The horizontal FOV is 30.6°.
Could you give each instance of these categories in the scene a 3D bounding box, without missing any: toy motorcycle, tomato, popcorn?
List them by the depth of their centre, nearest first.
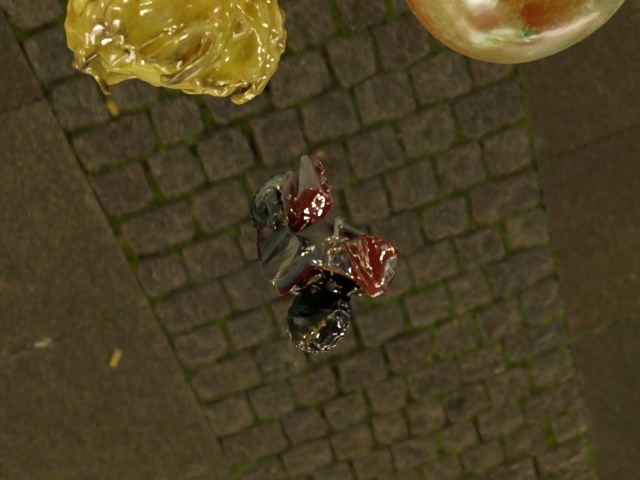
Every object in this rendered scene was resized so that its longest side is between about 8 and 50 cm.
[{"bbox_3d":[0.000,-0.001,1.064,0.122,0.213,0.082,-33,136,12],"label":"toy motorcycle"},{"bbox_3d":[0.208,-0.305,1.230,0.270,0.222,0.270,5,149,3],"label":"tomato"},{"bbox_3d":[-0.157,-0.248,1.326,0.250,0.190,0.250,0,166,0],"label":"popcorn"}]
